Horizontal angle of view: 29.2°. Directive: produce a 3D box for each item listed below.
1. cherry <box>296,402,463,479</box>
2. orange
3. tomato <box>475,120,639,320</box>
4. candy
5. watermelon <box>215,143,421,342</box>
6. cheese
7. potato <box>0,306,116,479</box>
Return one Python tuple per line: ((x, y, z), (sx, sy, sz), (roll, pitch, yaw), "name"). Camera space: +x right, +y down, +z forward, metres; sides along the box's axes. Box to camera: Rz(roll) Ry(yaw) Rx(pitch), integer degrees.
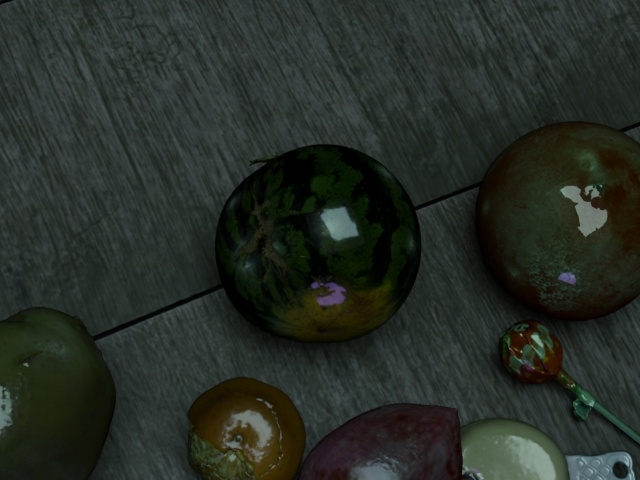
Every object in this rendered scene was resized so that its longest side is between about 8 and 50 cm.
((0.082, 0.297, 1.496), (0.192, 0.175, 0.250), (41, 86, 13), "cherry")
((-0.092, 0.248, 1.529), (0.156, 0.134, 0.157), (-2, 81, 14), "orange")
((0.346, -0.033, 1.647), (0.270, 0.223, 0.270), (2, 67, -5), "tomato")
((0.358, 0.210, 1.650), (0.287, 0.078, 0.084), (38, 31, -4), "candy")
((0.002, 0.005, 1.558), (0.269, 0.269, 0.269), (3, 69, -8), "watermelon")
((0.278, 0.288, 1.596), (0.248, 0.071, 0.163), (-22, 75, -16), "cheese")
((-0.399, 0.218, 1.438), (0.326, 0.221, 0.243), (-13, 70, -18), "potato")
